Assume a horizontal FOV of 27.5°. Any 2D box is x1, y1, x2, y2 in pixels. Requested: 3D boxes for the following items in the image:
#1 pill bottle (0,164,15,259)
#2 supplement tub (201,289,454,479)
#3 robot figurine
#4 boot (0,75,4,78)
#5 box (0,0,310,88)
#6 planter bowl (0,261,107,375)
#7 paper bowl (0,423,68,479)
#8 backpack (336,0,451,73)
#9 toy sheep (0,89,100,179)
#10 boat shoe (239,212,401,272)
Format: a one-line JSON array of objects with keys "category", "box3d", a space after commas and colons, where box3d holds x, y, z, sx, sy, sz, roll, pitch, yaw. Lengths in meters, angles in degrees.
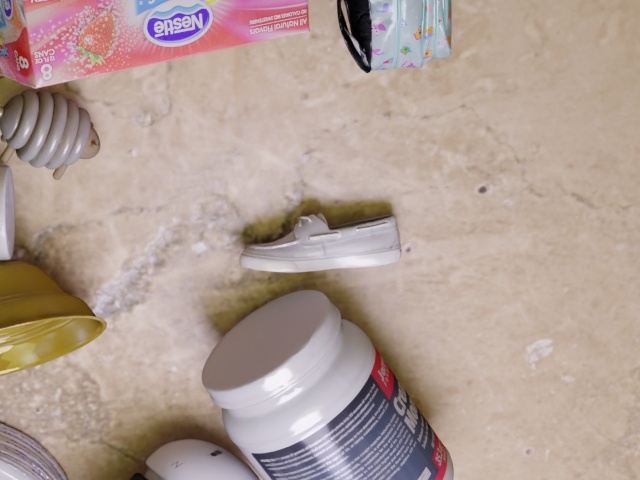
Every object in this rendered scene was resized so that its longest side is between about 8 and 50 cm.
[{"category": "pill bottle", "box3d": [-0.436, -0.029, 1.363, 0.221, 0.121, 0.121, -1, 111, -7]}, {"category": "supplement tub", "box3d": [0.010, 0.211, 1.475, 0.191, 0.191, 0.272, -32, 112, 6]}, {"category": "robot figurine", "box3d": [-0.175, 0.363, 1.494, 0.173, 0.209, 0.278, 38, 80, -18]}, {"category": "boot", "box3d": [-0.378, -0.247, 1.306, 0.270, 0.089, 0.236, -15, 112, 0]}, {"category": "box", "box3d": [-0.171, -0.252, 1.237, 0.300, 0.142, 0.154, -16, 116, -31]}, {"category": "planter bowl", "box3d": [-0.348, 0.080, 1.409, 0.217, 0.217, 0.090, -19, 76, 0]}, {"category": "paper bowl", "box3d": [-0.426, 0.356, 1.501, 0.284, 0.148, 0.284, -2, 110, -5]}, {"category": "backpack", "box3d": [0.074, -0.259, 1.331, 0.115, 0.152, 0.182, -4, 124, 4]}, {"category": "toy sheep", "box3d": [-0.291, -0.116, 1.369, 0.132, 0.091, 0.091, 16, 109, -32]}, {"category": "boat shoe", "box3d": [0.000, 0.000, 1.464, 0.184, 0.066, 0.063, -4, 97, -3]}]
